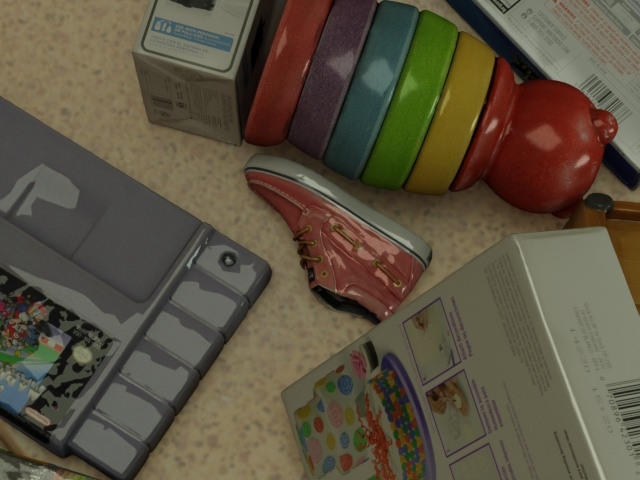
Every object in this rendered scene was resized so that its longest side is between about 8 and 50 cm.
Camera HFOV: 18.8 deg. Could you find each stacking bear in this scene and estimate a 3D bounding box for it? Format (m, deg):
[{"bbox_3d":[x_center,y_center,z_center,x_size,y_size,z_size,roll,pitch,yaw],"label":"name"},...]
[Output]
[{"bbox_3d":[0.096,-0.109,1.601,0.289,0.164,0.175,19,116,-2],"label":"stacking bear"}]

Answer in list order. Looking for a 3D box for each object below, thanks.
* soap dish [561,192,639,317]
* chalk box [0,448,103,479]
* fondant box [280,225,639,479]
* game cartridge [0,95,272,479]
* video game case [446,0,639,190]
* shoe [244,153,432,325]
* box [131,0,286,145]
[{"bbox_3d":[0.324,0.064,1.526,0.291,0.118,0.229,5,29,2],"label":"soap dish"},{"bbox_3d":[-0.237,0.241,1.517,0.213,0.132,0.132,17,75,6],"label":"chalk box"},{"bbox_3d":[0.120,0.163,1.441,0.096,0.330,0.238,-6,70,-37],"label":"fondant box"},{"bbox_3d":[-0.249,0.024,1.622,0.355,0.068,0.230,31,71,9],"label":"game cartridge"},{"bbox_3d":[0.273,-0.219,1.695,0.244,0.061,0.269,-40,77,-10],"label":"video game case"},{"bbox_3d":[0.000,0.000,1.625,0.178,0.063,0.081,30,72,5],"label":"shoe"},{"bbox_3d":[-0.070,-0.247,1.647,0.087,0.169,0.290,15,73,4],"label":"box"}]
